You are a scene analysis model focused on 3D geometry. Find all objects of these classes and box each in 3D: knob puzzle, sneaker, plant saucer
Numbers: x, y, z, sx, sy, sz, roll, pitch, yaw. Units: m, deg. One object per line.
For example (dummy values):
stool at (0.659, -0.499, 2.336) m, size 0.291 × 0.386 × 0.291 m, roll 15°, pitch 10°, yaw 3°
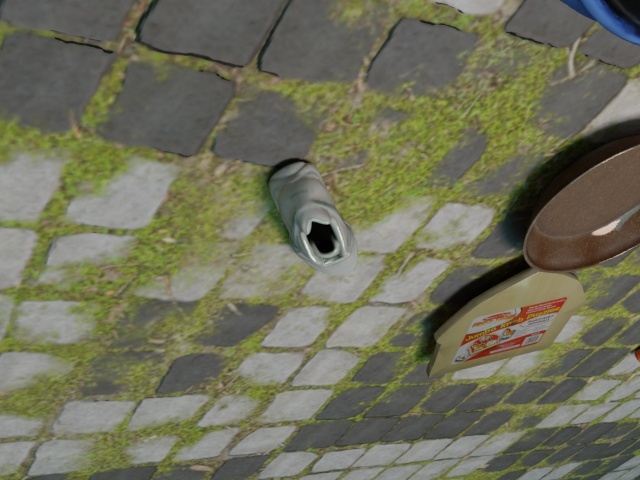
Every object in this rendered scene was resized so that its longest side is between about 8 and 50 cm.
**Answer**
knob puzzle at (0.215, 0.081, 0.942) m, size 0.213 × 0.030 × 0.213 m, roll -15°, pitch 146°, yaw -10°
sneaker at (0.000, 0.000, 0.677) m, size 0.054 × 0.061 × 0.152 m, roll -27°, pitch 148°, yaw 4°
plant saucer at (0.282, -0.041, 0.805) m, size 0.199 × 0.036 × 0.198 m, roll -16°, pitch 146°, yaw -11°

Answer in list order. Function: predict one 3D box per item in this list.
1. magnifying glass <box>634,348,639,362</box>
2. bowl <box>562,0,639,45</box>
magnifying glass at (0.541, 0.104, 1.169) m, size 0.092 × 0.026 × 0.231 m, roll 8°, pitch 137°, yaw -38°
bowl at (0.287, -0.270, 0.452) m, size 0.391 × 0.077 × 0.391 m, roll -16°, pitch 146°, yaw -11°
